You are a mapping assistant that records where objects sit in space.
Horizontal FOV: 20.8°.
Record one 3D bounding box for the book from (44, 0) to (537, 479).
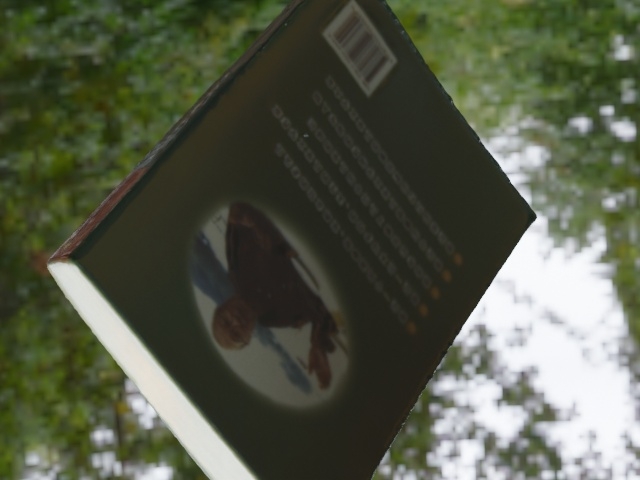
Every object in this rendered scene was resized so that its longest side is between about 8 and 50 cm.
[{"bbox_3d":[0.000,0.000,1.191,0.043,0.260,0.371,-20,-157,45],"label":"book"}]
